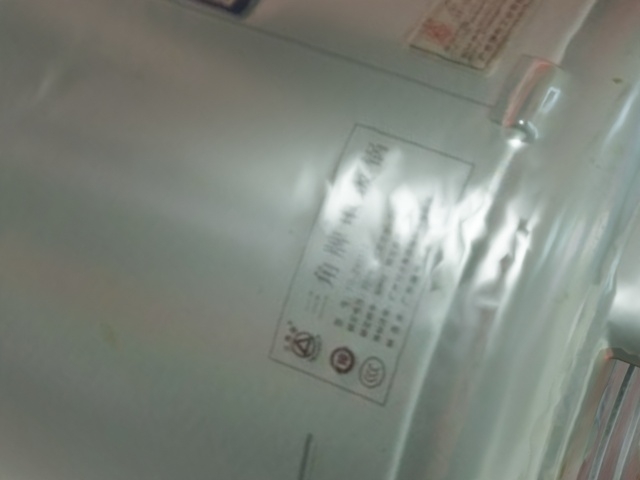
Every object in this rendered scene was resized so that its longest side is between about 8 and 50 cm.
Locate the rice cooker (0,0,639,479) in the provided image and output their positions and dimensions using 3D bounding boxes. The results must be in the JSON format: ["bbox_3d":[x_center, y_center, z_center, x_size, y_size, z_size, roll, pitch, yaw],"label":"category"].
[{"bbox_3d":[0.000,0.000,0.464,0.227,0.280,0.241,20,-16,22],"label":"rice cooker"}]
